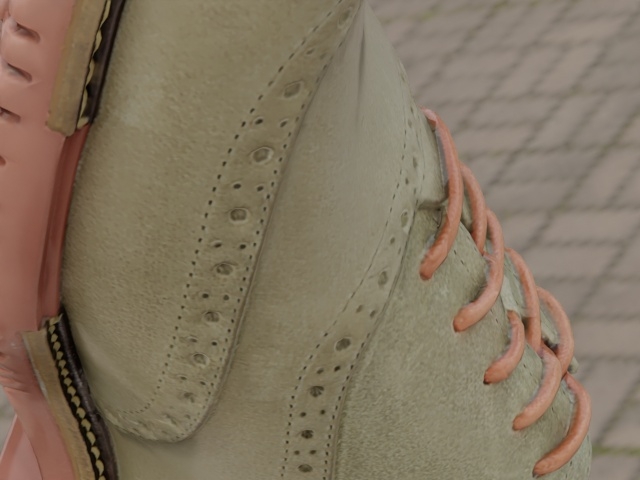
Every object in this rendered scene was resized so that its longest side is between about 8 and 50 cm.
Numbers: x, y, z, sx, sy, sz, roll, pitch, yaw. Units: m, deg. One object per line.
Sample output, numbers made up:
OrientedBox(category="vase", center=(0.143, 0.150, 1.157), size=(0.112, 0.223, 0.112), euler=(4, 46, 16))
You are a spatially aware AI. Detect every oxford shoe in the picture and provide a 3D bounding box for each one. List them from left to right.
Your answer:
OrientedBox(category="oxford shoe", center=(0.000, 0.000, 0.465), size=(0.146, 0.397, 0.140), euler=(11, 54, 1))
